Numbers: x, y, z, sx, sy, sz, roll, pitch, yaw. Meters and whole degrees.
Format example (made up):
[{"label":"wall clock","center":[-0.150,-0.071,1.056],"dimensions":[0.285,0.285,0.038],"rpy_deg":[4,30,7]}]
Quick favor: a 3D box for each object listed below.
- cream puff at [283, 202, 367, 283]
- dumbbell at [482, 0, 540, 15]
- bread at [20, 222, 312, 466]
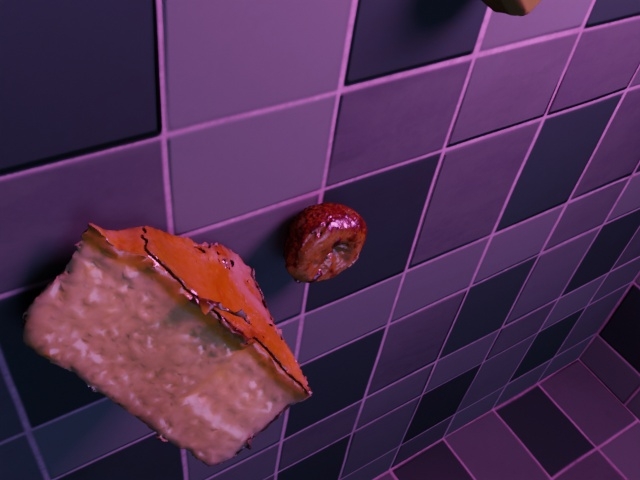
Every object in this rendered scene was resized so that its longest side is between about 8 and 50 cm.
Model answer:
[{"label":"cream puff","center":[0.000,0.000,1.030],"dimensions":[0.149,0.084,0.149],"rpy_deg":[-22,144,-17]},{"label":"dumbbell","center":[0.312,-0.420,0.809],"dimensions":[0.302,0.121,0.108],"rpy_deg":[-45,175,9]},{"label":"bread","center":[-0.192,0.156,0.875],"dimensions":[0.248,0.279,0.315],"rpy_deg":[-42,159,17]}]
